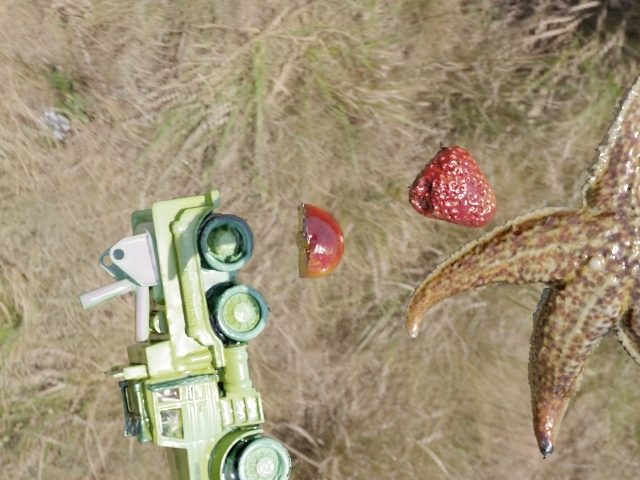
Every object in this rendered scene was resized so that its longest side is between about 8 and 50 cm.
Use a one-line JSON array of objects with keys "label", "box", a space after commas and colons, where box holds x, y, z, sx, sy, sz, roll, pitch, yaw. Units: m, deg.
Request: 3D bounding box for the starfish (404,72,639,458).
[{"label": "starfish", "box": [0.156, 0.008, 0.536, 0.213, 0.057, 0.238, 7, 99, 3]}]

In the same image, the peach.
[{"label": "peach", "box": [0.000, 0.000, 1.236, 0.061, 0.098, 0.098, -1, 105, -10]}]

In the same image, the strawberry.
[{"label": "strawberry", "box": [0.125, -0.046, 0.941, 0.083, 0.073, 0.073, 34, 90, 16]}]

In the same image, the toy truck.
[{"label": "toy truck", "box": [-0.118, 0.099, 0.839, 0.135, 0.128, 0.259, -13, 91, -25]}]
